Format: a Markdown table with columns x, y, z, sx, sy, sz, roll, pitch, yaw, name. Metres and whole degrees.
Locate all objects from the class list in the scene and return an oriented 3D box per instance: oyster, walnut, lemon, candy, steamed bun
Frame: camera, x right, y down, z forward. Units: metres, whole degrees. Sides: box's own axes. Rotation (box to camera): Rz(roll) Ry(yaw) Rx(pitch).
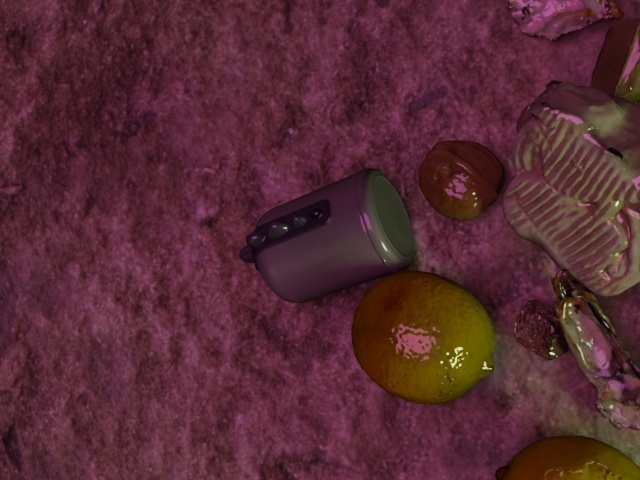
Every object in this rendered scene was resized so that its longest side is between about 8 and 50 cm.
| x | y | z | sx | sy | sz | roll | pitch | yaw | name |
| --- | --- | --- | --- | --- | --- | --- | --- | --- | --- |
| 0.508 | 0.193 | 1.803 | 0.129 | 0.078 | 0.345 | -20 | 104 | 53 | oyster |
| 0.265 | -0.119 | 1.927 | 0.166 | 0.149 | 0.166 | -8 | 59 | 14 | walnut |
| 0.454 | -0.446 | 1.895 | 0.209 | 0.072 | 0.133 | -14 | 89 | 42 | oyster |
| 0.446 | 0.483 | 1.759 | 0.297 | 0.297 | 0.297 | 0 | 89 | 24 | lemon |
| 0.191 | 0.181 | 1.897 | 0.267 | 0.267 | 0.267 | 0 | 89 | 24 | lemon |
| 0.416 | 0.166 | 1.887 | 0.110 | 0.085 | 0.095 | 29 | 112 | 32 | candy |
| 0.501 | -0.119 | 1.774 | 0.347 | 0.237 | 0.394 | 0 | 121 | 42 | steamed bun |

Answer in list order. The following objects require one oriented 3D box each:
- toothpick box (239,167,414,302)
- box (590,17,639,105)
| x | y | z | sx | sy | sz | roll | pitch | yaw | name |
| --- | --- | --- | --- | --- | --- | --- | --- | --- | --- |
| 0.000 | 0.000 | 1.991 | 0.316 | 0.229 | 0.229 | -20 | 81 | 22 | toothpick box |
| 0.561 | -0.320 | 1.824 | 0.111 | 0.111 | 0.177 | 22 | 98 | 22 | box |
